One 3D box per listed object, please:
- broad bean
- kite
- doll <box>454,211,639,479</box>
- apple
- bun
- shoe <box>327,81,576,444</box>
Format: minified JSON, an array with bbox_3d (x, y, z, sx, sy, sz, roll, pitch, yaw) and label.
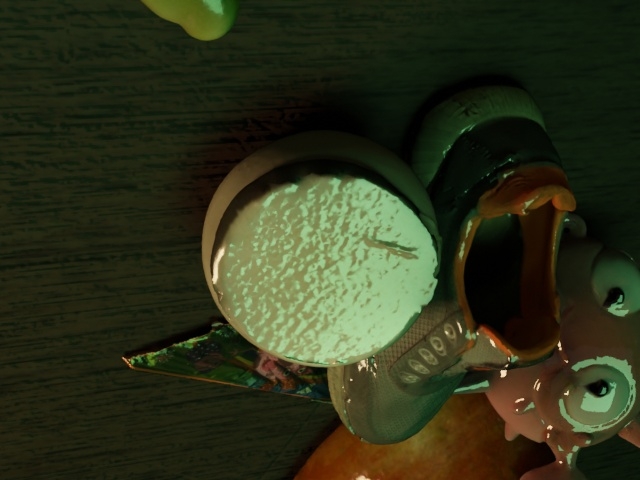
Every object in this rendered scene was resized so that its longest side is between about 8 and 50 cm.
[{"bbox_3d":[-0.080,-0.158,0.888,0.063,0.045,0.083,-29,137,20],"label":"broad bean"},{"bbox_3d":[-0.003,0.077,1.233,0.321,0.016,0.234,-21,144,-9],"label":"kite"},{"bbox_3d":[0.215,0.104,1.272,0.211,0.093,0.262,7,100,4],"label":"doll"},{"bbox_3d":[0.095,0.265,1.397,0.254,0.179,0.346,26,125,-5],"label":"apple"},{"bbox_3d":[0.000,0.000,1.052,0.172,0.120,0.173,-1,114,-2],"label":"bun"},{"bbox_3d":[0.117,0.058,1.126,0.132,0.171,0.336,-1,126,-28],"label":"shoe"}]
